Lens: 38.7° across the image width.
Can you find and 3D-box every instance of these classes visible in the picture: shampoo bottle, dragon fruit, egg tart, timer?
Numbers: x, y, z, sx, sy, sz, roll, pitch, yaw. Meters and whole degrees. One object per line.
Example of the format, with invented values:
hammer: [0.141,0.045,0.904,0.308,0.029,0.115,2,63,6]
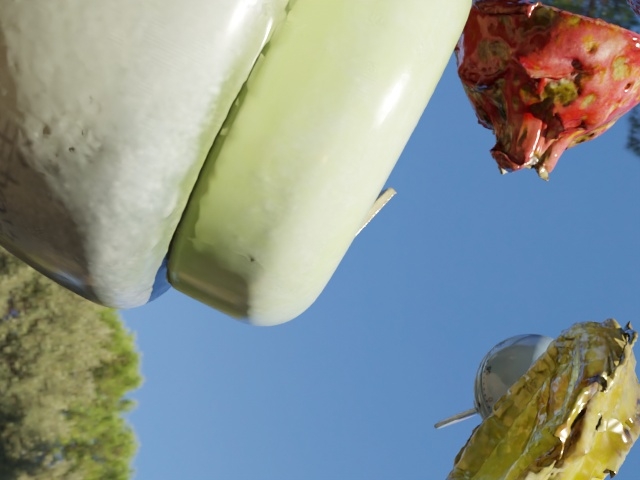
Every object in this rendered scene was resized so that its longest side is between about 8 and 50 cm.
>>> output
shampoo bottle: [-0.093,-0.123,0.559,0.317,0.322,0.322,30,-61,1]
dragon fruit: [0.265,-0.172,1.081,0.262,0.134,0.211,13,-78,8]
egg tart: [0.183,0.181,0.759,0.095,0.279,0.278,38,-58,6]
timer: [0.278,0.241,1.286,0.175,0.175,0.255,49,-39,29]

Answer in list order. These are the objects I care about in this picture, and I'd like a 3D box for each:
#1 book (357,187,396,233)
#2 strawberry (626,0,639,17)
book: [-0.001,-0.001,1.339,0.018,0.170,0.242,48,-23,-11]
strawberry: [0.485,-0.404,1.208,0.351,0.312,0.267,27,-51,11]
